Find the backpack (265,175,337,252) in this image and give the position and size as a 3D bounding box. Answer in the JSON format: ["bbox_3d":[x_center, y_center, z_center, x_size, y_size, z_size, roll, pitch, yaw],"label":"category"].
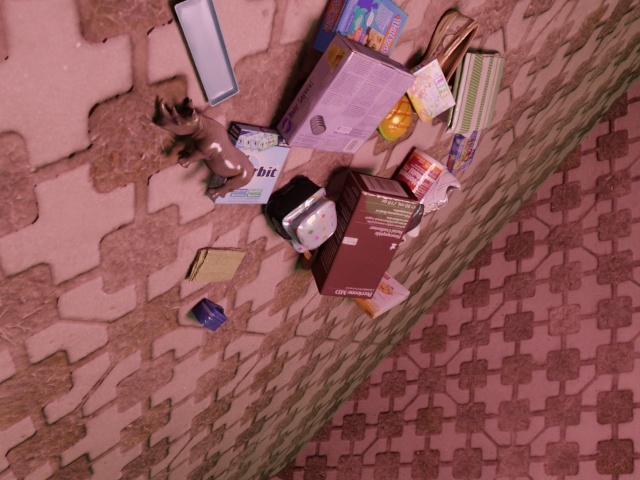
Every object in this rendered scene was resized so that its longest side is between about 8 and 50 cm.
[{"bbox_3d":[-0.040,-0.057,1.168,0.166,0.144,0.188,-43,154,-16],"label":"backpack"}]

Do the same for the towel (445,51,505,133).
[{"bbox_3d":[0.500,-0.472,1.358,0.325,0.038,0.247,-24,126,-46],"label":"towel"}]

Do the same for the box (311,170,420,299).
[{"bbox_3d":[0.123,-0.005,1.297,0.191,0.143,0.381,7,125,-20],"label":"box"}]

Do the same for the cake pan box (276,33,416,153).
[{"bbox_3d":[0.066,-0.315,0.972,0.267,0.070,0.245,-7,148,-47],"label":"cake pan box"}]

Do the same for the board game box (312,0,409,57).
[{"bbox_3d":[0.092,-0.457,0.923,0.210,0.047,0.160,0,123,-52],"label":"board game box"}]

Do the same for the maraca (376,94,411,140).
[{"bbox_3d":[0.186,-0.358,1.135,0.127,0.099,0.185,-44,129,-30],"label":"maraca"}]

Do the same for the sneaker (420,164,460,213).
[{"bbox_3d":[0.413,-0.162,1.633,0.297,0.129,0.111,-44,153,-2],"label":"sneaker"}]

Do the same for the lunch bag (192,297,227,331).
[{"bbox_3d":[-0.313,0.214,1.224,0.065,0.067,0.098,-42,152,-6],"label":"lunch bag"}]

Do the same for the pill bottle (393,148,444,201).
[{"bbox_3d":[0.316,-0.197,1.472,0.121,0.121,0.221,9,120,-56],"label":"pill bottle"}]

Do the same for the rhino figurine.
[{"bbox_3d":[-0.223,-0.181,0.827,0.106,0.073,0.243,-30,132,10],"label":"rhino figurine"}]

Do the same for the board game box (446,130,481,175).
[{"bbox_3d":[0.569,-0.358,1.685,0.136,0.035,0.201,-33,148,-21],"label":"board game box"}]

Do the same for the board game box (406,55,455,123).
[{"bbox_3d":[0.294,-0.409,1.162,0.104,0.026,0.154,-31,131,15],"label":"board game box"}]

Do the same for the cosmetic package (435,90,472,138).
[{"bbox_3d":[0.474,-0.428,1.450,0.239,0.060,0.098,3,125,-53],"label":"cosmetic package"}]

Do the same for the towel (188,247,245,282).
[{"bbox_3d":[-0.275,0.064,1.130,0.148,0.027,0.110,2,124,-52],"label":"towel"}]

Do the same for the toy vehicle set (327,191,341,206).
[{"bbox_3d":[0.106,-0.094,1.408,0.267,0.035,0.165,-17,137,-41],"label":"toy vehicle set"}]

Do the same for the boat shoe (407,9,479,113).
[{"bbox_3d":[0.332,-0.476,1.177,0.105,0.089,0.285,-20,142,-39],"label":"boat shoe"}]

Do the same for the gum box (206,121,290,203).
[{"bbox_3d":[-0.159,-0.171,0.972,0.157,0.041,0.184,-5,130,-49],"label":"gum box"}]

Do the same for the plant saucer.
[{"bbox_3d":[-0.197,-0.332,0.748,0.067,0.018,0.192,-36,150,-18],"label":"plant saucer"}]

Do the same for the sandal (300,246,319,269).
[{"bbox_3d":[-0.043,0.030,1.360,0.049,0.072,0.180,-2,136,-24],"label":"sandal"}]

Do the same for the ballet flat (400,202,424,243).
[{"bbox_3d":[0.303,-0.043,1.587,0.280,0.096,0.095,-36,-154,42],"label":"ballet flat"}]

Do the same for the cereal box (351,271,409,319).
[{"bbox_3d":[0.255,0.232,1.875,0.240,0.173,0.047,-23,142,-36],"label":"cereal box"}]
